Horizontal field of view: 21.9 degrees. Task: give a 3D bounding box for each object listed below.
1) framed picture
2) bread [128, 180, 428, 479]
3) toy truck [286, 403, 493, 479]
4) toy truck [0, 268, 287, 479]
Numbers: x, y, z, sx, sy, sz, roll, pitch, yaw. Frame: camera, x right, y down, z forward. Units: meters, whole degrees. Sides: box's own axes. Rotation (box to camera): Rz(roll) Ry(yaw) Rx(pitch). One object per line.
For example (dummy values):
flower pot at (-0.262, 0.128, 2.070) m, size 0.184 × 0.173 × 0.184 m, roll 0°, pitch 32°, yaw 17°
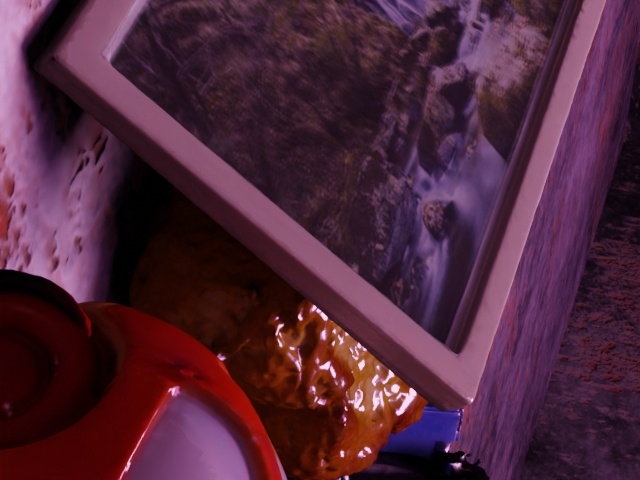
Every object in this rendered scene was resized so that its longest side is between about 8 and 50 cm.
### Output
framed picture at (0.028, -0.111, 0.771) m, size 0.020 × 0.240 × 0.324 m, roll -28°, pitch -152°, yaw 46°
bread at (-0.007, 0.010, 0.861) m, size 0.232 × 0.135 × 0.246 m, roll -38°, pitch 140°, yaw -45°
toy truck at (0.032, 0.212, 1.269) m, size 0.177 × 0.161 × 0.213 m, roll -112°, pitch -148°, yaw -72°
toy truck at (-0.059, 0.159, 0.575) m, size 0.189 × 0.239 × 0.265 m, roll 87°, pitch 21°, yaw -53°
